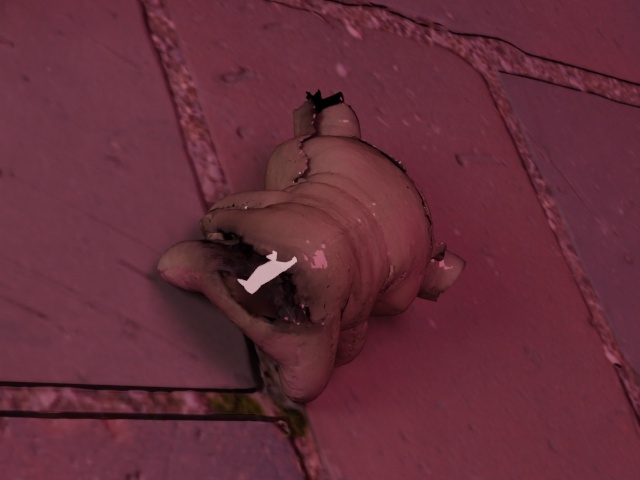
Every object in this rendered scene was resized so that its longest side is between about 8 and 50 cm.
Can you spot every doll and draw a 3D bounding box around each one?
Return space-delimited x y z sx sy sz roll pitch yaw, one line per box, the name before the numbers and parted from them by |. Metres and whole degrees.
doll | 0.000 0.000 0.881 0.149 0.095 0.192 46 38 1
